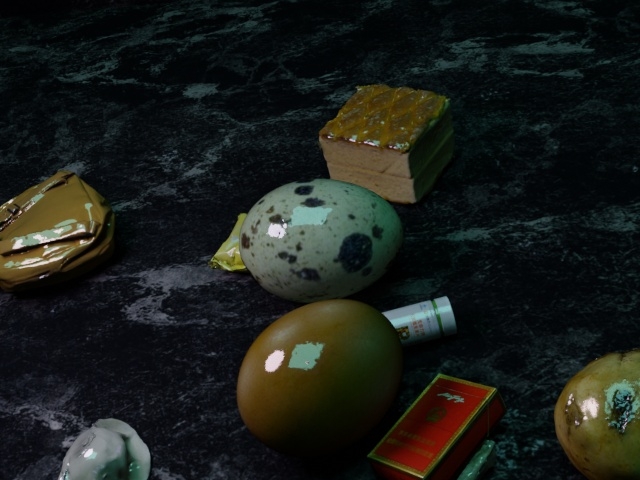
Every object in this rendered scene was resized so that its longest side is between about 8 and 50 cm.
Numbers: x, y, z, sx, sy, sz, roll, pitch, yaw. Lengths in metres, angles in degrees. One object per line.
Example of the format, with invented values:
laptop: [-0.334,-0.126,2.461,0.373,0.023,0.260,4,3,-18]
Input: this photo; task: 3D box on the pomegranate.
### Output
pomegranate: [0.537,0.311,1.506,0.260,0.260,0.260,-9,39,8]

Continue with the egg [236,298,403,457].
egg: [0.003,0.264,1.690,0.351,0.283,0.282,-36,43,-26]

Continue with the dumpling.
dumpling: [-0.428,0.455,1.747,0.172,0.142,0.247,25,36,-7]

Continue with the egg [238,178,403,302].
egg: [0.000,0.000,2.001,0.379,0.288,0.288,-5,40,15]

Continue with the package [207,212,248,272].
package: [-0.171,0.007,2.205,0.168,0.090,0.226,8,47,22]

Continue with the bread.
bread: [0.185,-0.260,2.316,0.279,0.207,0.279,11,45,30]

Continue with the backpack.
backpack: [-0.734,-0.013,2.322,0.378,0.201,0.353,-21,40,-10]

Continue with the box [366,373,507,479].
box: [0.221,0.365,1.640,0.240,0.074,0.153,-43,25,-29]

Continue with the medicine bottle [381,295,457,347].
medicine bottle: [0.195,0.184,1.878,0.183,0.086,0.086,-15,39,1]

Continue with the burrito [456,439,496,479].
burrito: [0.275,0.431,1.586,0.042,0.051,0.171,32,54,21]
